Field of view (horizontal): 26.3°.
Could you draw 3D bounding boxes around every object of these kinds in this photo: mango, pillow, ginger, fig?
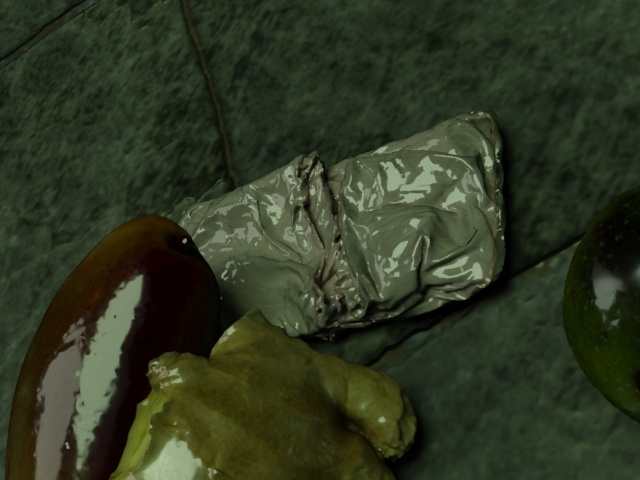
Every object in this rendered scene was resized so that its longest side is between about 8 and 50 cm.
[{"bbox_3d":[-0.131,0.116,0.832,0.133,0.111,0.268,8,77,32],"label":"mango"},{"bbox_3d":[0.000,0.000,0.864,0.248,0.049,0.135,-18,55,30],"label":"pillow"},{"bbox_3d":[-0.049,0.144,0.740,0.216,0.157,0.102,-61,12,-20],"label":"ginger"},{"bbox_3d":[0.178,0.027,0.685,0.123,0.123,0.156,-41,6,6],"label":"fig"}]
